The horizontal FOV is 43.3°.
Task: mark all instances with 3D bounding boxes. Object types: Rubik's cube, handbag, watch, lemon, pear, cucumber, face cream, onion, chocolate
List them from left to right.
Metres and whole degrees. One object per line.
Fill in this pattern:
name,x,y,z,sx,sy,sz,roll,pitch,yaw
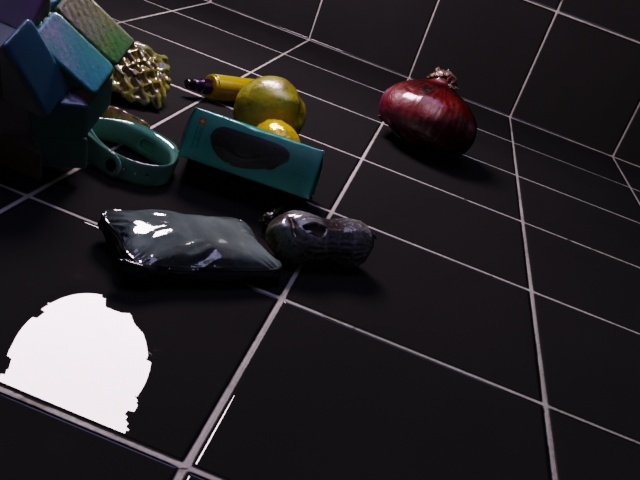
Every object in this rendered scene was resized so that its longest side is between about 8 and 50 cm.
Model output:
Rubik's cube,-0.562,-0.335,1.522,0.387,0.358,0.368,-28,68,-32
watch,-0.418,-0.195,1.740,0.237,0.068,0.195,33,28,18
handbag,-0.231,0.011,1.432,0.332,0.075,0.191,5,31,-40
face cream,-0.285,-0.453,2.399,0.273,0.078,0.078,-3,32,-43
pear,-0.137,-0.347,2.159,0.200,0.200,0.200,17,23,-8
lemon,-0.108,-0.242,2.033,0.114,0.114,0.155,-3,36,-43
cucumber,-0.077,-0.055,1.727,0.053,0.053,0.181,29,25,20
chocolate,0.000,0.000,1.600,0.248,0.110,0.110,10,25,-30
onion,0.366,-0.431,2.629,0.347,0.285,0.347,23,5,-2

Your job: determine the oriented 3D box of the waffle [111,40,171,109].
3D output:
waffle,-0.487,-0.449,2.133,0.204,0.054,0.223,26,47,-31

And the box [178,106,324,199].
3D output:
box,-0.149,-0.195,1.825,0.311,0.118,0.205,19,6,-3

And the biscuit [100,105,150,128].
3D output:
biscuit,-0.493,-0.281,1.859,0.183,0.061,0.118,20,-2,2
